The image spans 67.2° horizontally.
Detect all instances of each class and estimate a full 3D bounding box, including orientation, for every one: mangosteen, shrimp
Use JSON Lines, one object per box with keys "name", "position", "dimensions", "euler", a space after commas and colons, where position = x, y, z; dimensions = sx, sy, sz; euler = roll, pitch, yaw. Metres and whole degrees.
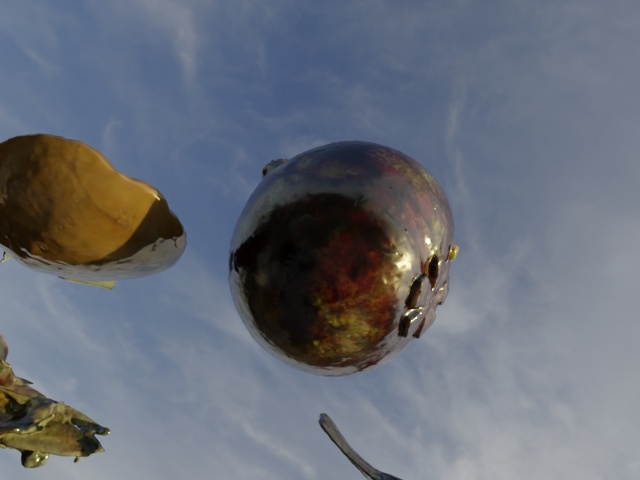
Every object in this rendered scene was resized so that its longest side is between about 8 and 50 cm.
{"name": "mangosteen", "position": [0.000, 0.000, 0.502], "dimensions": [0.289, 0.231, 0.232], "euler": [36, -45, 44]}
{"name": "shrimp", "position": [-0.370, 0.120, 0.468], "dimensions": [0.360, 0.085, 0.247], "euler": [33, -46, -10]}

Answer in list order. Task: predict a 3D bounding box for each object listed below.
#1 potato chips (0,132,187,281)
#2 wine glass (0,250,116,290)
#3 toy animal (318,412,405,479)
{"name": "potato chips", "position": [-0.227, -0.006, 0.435], "dimensions": [0.207, 0.062, 0.195], "euler": [3, -33, 9]}
{"name": "wine glass", "position": [-0.530, 0.035, 1.009], "dimensions": [0.222, 0.103, 0.103], "euler": [22, -53, -17]}
{"name": "toy animal", "position": [0.134, 0.392, 0.628], "dimensions": [0.366, 0.206, 0.081], "euler": [19, -27, 11]}
